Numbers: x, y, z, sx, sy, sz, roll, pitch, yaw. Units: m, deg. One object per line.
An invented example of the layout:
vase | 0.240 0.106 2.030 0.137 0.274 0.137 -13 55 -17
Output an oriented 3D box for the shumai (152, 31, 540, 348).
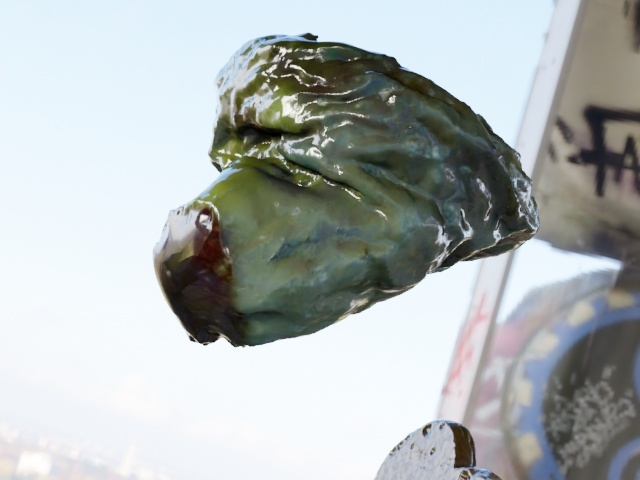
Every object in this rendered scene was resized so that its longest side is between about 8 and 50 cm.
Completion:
shumai | 0.000 0.000 0.983 0.304 0.263 0.309 42 -20 -20

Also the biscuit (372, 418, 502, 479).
biscuit | 0.091 0.280 0.927 0.041 0.290 0.208 26 -46 -24
